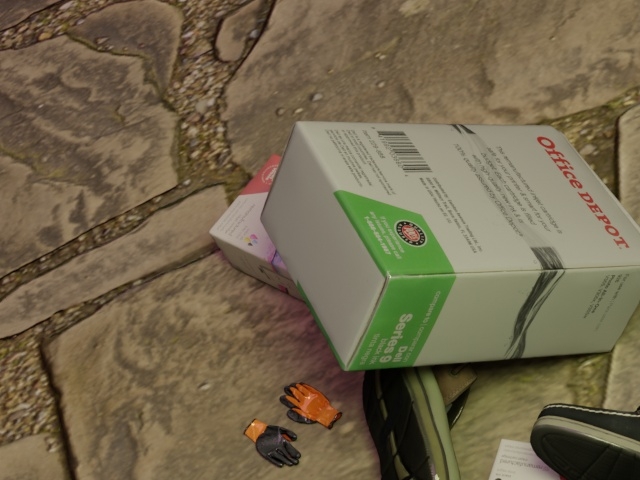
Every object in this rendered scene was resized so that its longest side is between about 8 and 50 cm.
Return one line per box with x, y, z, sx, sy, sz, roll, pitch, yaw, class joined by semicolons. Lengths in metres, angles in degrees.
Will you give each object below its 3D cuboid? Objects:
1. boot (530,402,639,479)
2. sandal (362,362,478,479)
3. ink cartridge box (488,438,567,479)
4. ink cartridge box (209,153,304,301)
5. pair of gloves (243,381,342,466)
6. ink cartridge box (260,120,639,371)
0.302;0.134;1.390;0.236;0.085;0.178;15;56;2;boot
0.099;0.150;1.502;0.086;0.120;0.303;10;43;-16;sandal
0.186;0.246;1.407;0.099;0.056;0.135;5;57;27;ink cartridge box
0.000;0.000;1.674;0.198;0.067;0.115;24;67;36;ink cartridge box
-0.028;0.176;1.591;0.083;0.010;0.074;-47;50;-13;pair of gloves
0.124;0.000;1.484;0.289;0.121;0.211;-1;41;-29;ink cartridge box
